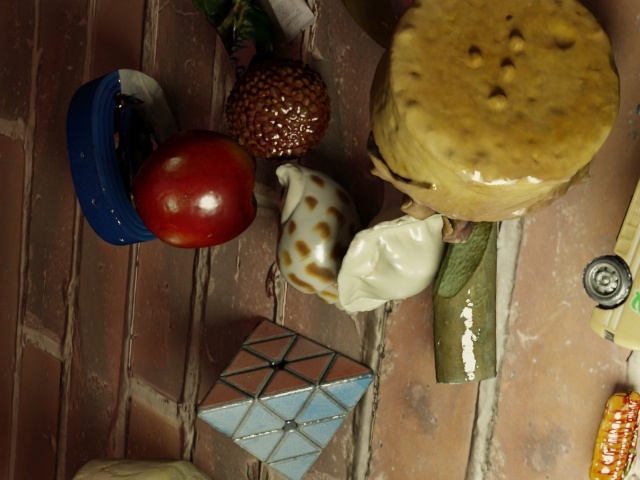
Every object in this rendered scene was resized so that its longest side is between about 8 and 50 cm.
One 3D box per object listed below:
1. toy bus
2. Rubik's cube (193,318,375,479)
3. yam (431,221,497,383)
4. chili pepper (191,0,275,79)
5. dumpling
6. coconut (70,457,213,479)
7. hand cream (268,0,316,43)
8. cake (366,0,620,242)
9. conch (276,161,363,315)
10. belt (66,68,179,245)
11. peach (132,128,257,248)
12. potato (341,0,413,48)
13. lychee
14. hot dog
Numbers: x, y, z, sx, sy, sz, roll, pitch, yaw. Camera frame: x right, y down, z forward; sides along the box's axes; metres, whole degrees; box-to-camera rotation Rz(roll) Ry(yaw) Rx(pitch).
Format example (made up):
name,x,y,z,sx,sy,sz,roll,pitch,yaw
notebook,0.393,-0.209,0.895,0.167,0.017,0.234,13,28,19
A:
name,x,y,z,sx,sy,sz,roll,pitch,yaw
toy bus,0.468,-0.028,1.319,0.201,0.176,0.366,29,113,36
Rubik's cube,-0.069,0.276,1.955,0.233,0.228,0.229,33,78,2
yam,0.219,0.090,1.659,0.106,0.106,0.259,3,96,48
chili pepper,-0.149,-0.399,2.031,0.148,0.116,0.265,-36,67,31
dumpling,0.101,0.028,1.721,0.252,0.179,0.131,-50,62,36
coconut,-0.360,0.612,2.116,0.415,0.344,0.416,-2,82,14
hand cream,-0.064,-0.434,1.974,0.084,0.053,0.142,-33,84,45
cake,0.216,-0.167,1.527,0.321,0.332,0.332,116,137,-69
conch,0.000,0.000,1.859,0.148,0.183,0.275,0,108,7
belt,-0.390,-0.166,2.226,0.117,0.212,0.347,-9,90,49
peach,-0.231,-0.101,2.039,0.199,0.243,0.243,103,144,-62
potato,0.127,-0.392,1.694,0.296,0.141,0.192,42,125,34
lychee,-0.066,-0.215,1.886,0.188,0.188,0.188,5,97,47
hot dog,0.405,0.271,1.497,0.038,0.062,0.144,-139,57,-64
